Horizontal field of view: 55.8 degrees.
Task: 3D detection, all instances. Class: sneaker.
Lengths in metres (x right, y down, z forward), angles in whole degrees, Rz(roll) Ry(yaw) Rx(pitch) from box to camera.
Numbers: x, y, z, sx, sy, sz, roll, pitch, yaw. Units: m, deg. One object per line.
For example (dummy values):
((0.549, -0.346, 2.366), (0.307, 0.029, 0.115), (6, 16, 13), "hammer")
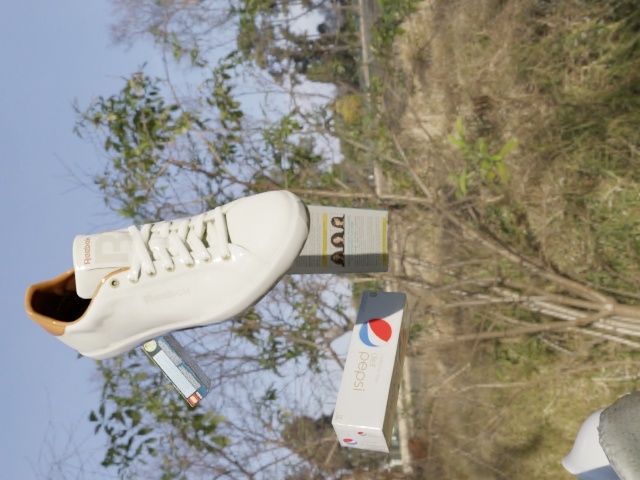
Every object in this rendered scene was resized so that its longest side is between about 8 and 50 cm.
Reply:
((-0.150, 0.026, 0.566), (0.123, 0.290, 0.106), (45, -159, -50), "sneaker")

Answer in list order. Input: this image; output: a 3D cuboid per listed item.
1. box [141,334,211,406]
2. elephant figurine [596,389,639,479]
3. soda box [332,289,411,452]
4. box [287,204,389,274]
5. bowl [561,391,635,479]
((-0.297, 0.259, 1.265), (0.159, 0.044, 0.233), (49, 168, 0), "box")
((0.213, 0.095, 0.256), (0.239, 0.169, 0.186), (-95, -16, -50), "elephant figurine")
((0.077, 0.177, 0.849), (0.074, 0.069, 0.216), (72, -154, -46), "soda box")
((0.000, 0.000, 0.902), (0.244, 0.060, 0.101), (2, -92, -42), "box")
((0.521, 0.306, 0.893), (0.298, 0.297, 0.134), (34, -114, -77), "bowl")
